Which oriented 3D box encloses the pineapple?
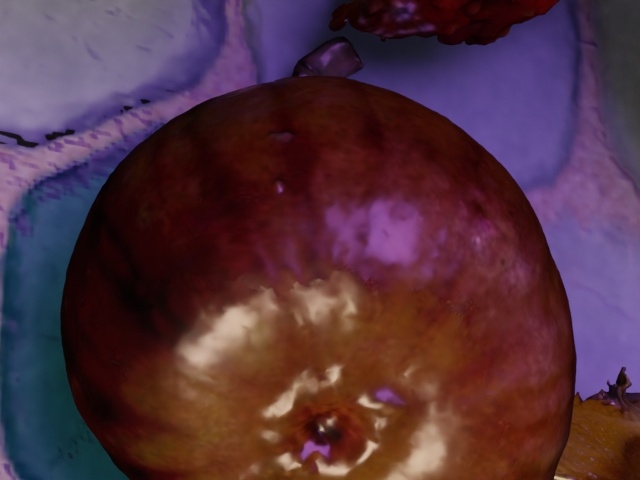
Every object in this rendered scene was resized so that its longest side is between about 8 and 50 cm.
[{"bbox_3d":[0.100,0.083,0.578,0.114,0.077,0.114,50,43,-7],"label":"pineapple"}]

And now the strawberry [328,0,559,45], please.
[{"bbox_3d":[0.106,-0.154,0.616,0.098,0.174,0.228,42,56,-18],"label":"strawberry"}]

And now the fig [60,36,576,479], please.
[{"bbox_3d":[-0.013,0.015,0.510,0.149,0.148,0.202,22,13,-48],"label":"fig"}]
